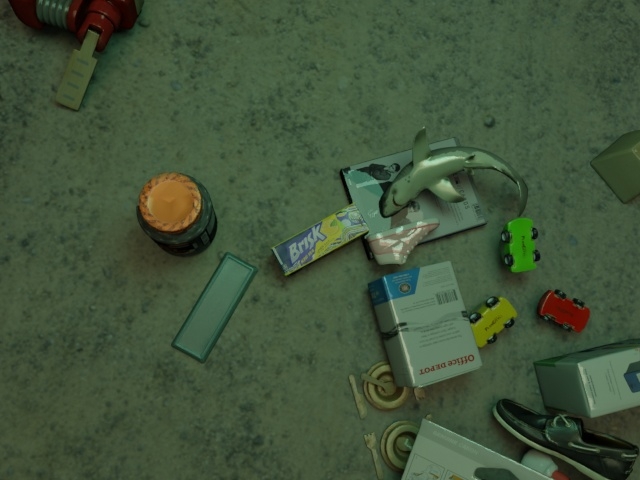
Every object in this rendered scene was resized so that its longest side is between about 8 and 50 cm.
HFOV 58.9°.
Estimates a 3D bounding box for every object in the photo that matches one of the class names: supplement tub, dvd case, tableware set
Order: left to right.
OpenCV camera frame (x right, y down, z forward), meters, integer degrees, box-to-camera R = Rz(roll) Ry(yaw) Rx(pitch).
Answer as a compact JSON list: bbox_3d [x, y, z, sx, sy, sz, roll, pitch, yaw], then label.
[{"bbox_3d":[-0.233,-0.041,0.927,0.117,0.190,0.116,1,80,-6],"label":"supplement tub"},{"bbox_3d":[0.134,0.307,0.986,0.128,0.039,0.194,-16,82,-9],"label":"tableware set"},{"bbox_3d":[0.175,-0.081,1.064,0.239,0.029,0.179,-16,82,-10],"label":"dvd case"}]

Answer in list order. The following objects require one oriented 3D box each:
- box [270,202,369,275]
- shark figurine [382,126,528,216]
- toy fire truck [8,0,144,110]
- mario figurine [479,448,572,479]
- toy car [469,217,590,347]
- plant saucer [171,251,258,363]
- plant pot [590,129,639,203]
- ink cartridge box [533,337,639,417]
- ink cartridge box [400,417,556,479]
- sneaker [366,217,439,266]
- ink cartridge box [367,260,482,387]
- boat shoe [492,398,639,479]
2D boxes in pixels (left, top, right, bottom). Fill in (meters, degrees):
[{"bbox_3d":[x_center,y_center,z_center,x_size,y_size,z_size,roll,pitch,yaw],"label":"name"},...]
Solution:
[{"bbox_3d":[0.000,0.000,1.002,0.169,0.054,0.059,-29,84,0],"label":"box"},{"bbox_3d":[0.248,-0.135,1.022,0.279,0.116,0.166,-2,113,1],"label":"shark figurine"},{"bbox_3d":[-0.451,-0.384,0.999,0.217,0.158,0.246,16,68,-4],"label":"toy fire truck"},{"bbox_3d":[0.422,0.485,0.969,0.321,0.170,0.198,2,116,4],"label":"mario figurine"},{"bbox_3d":[0.363,0.068,1.028,0.239,0.053,0.224,-8,97,-8],"label":"toy car"},{"bbox_3d":[-0.185,0.116,0.994,0.067,0.018,0.192,29,79,-1],"label":"plant saucer"},{"bbox_3d":[0.618,-0.153,1.093,0.109,0.096,0.109,-37,86,-12],"label":"plant pot"},{"bbox_3d":[0.511,0.232,0.983,0.213,0.154,0.093,-10,80,-7],"label":"ink cartridge box"},{"bbox_3d":[0.254,0.456,0.882,0.296,0.066,0.261,21,89,22],"label":"ink cartridge box"},{"bbox_3d":[0.154,0.006,1.007,0.134,0.051,0.070,-16,86,-5],"label":"sneaker"},{"bbox_3d":[0.179,0.144,0.984,0.140,0.082,0.190,-11,81,-20],"label":"ink cartridge box"},{"bbox_3d":[0.414,0.326,0.967,0.233,0.084,0.079,24,111,19],"label":"boat shoe"}]
